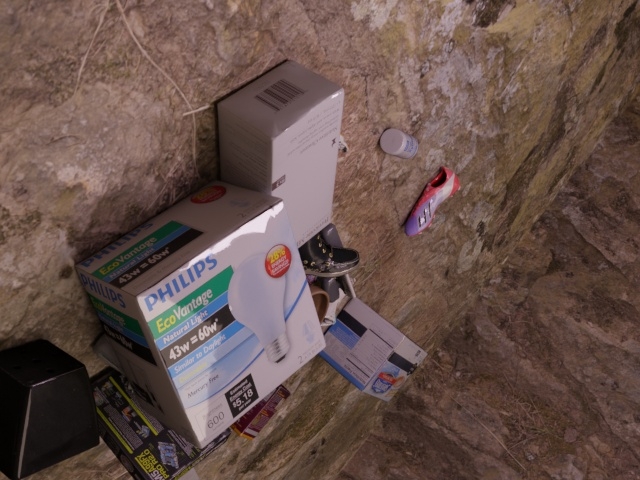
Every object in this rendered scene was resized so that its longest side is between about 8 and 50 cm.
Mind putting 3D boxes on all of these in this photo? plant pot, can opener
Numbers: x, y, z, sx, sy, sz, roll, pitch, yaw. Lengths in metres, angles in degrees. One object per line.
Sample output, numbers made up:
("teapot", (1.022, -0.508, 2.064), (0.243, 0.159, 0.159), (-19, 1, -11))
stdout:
("plant pot", (-0.093, 0.204, 2.126), (0.237, 0.110, 0.237), (-39, 150, -27))
("can opener", (0.033, 0.064, 2.125), (0.093, 0.074, 0.280), (-36, 133, -22))
("plant pot", (-0.524, 0.290, 1.436), (0.188, 0.187, 0.166), (-16, 123, -53))

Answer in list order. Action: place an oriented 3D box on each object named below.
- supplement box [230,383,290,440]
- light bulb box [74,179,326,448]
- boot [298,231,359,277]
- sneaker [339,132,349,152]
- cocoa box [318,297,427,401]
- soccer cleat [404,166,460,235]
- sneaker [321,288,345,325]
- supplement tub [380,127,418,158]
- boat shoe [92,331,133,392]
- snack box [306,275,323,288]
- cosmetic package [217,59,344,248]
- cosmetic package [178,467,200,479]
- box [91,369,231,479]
("supplement box", (-0.189, 0.497, 2.368), (0.188, 0.081, 0.104), (-50, 154, -7))
("light bulb box", (-0.218, 0.131, 1.543), (0.358, 0.225, 0.361), (-37, 125, -32))
("boot", (-0.001, 0.001, 1.971), (0.237, 0.085, 0.178), (-1, 128, -17))
("sneaker", (0.042, -0.233, 1.902), (0.037, 0.032, 0.083), (-38, 149, -1))
("cocoa box", (0.172, 0.373, 2.652), (0.228, 0.231, 0.347), (-52, 154, -1))
("soccer cleat", (0.342, -0.124, 2.514), (0.248, 0.083, 0.095), (-48, 125, -1))
("sneaker", (0.021, 0.207, 2.345), (0.212, 0.094, 0.080), (-33, 146, -38))
("supplement tub", (0.211, -0.257, 2.106), (0.071, 0.071, 0.107), (-60, 155, 14))
("boat shoe", (-0.385, 0.274, 1.668), (0.081, 0.079, 0.227), (-41, 115, 2))
("snack box", (-0.005, 0.086, 2.211), (0.100, 0.037, 0.141), (-51, 153, -9))
("cosmetic package", (-0.085, -0.149, 1.639), (0.217, 0.156, 0.385), (-40, 151, -30))
("cosmetic package", (-0.411, 0.645, 2.202), (0.099, 0.060, 0.239), (-44, 153, -24))
("box", (-0.360, 0.383, 1.707), (0.216, 0.270, 0.060), (-34, 163, -37))
